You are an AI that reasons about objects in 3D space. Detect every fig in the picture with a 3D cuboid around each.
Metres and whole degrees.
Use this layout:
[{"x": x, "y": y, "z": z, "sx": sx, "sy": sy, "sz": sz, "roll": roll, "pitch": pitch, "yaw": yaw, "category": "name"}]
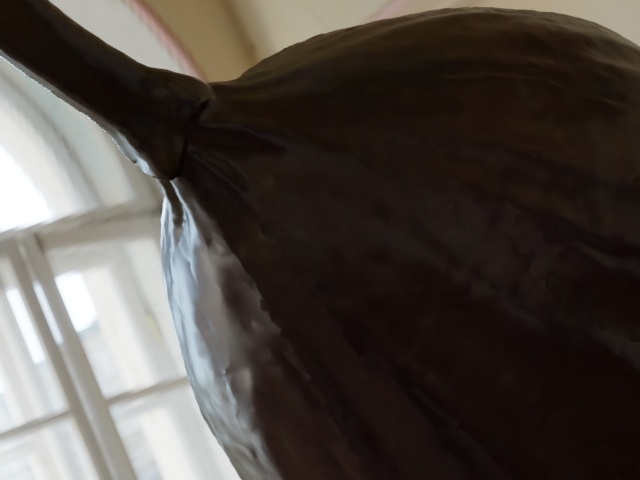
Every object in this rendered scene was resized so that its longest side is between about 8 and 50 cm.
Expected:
[{"x": 0.000, "y": 0.000, "z": 0.479, "sx": 0.321, "sy": 0.217, "sz": 0.217, "roll": 25, "pitch": -43, "yaw": -34, "category": "fig"}]
